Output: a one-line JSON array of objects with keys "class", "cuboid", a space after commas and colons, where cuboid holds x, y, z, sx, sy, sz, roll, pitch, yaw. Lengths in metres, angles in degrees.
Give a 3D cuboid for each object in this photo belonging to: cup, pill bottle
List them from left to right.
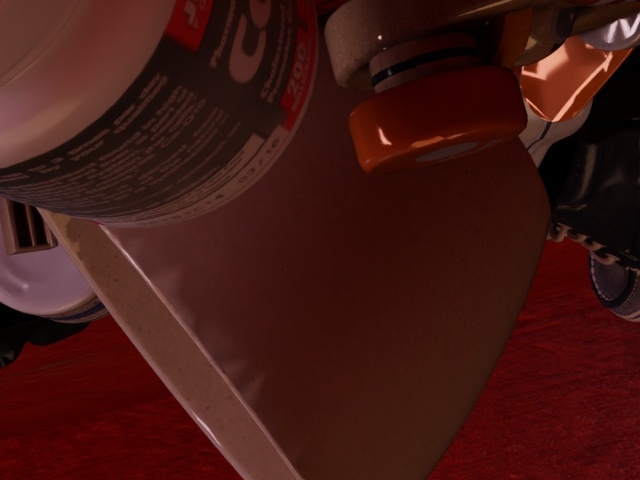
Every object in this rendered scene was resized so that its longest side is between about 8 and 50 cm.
[{"class": "pill bottle", "cuboid": [-0.108, -0.096, 0.693, 0.161, 0.161, 0.283, -14, 172, 12]}, {"class": "pill bottle", "cuboid": [-0.193, 0.007, 1.421, 0.112, 0.112, 0.187, -13, 174, 1]}, {"class": "cup", "cuboid": [0.000, 0.000, 1.145, 0.237, 0.331, 0.331, -38, 176, -10]}]

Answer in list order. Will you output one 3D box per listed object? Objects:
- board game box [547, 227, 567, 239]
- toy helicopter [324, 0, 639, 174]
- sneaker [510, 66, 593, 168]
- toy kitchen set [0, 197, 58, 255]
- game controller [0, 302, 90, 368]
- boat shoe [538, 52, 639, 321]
[{"class": "board game box", "cuboid": [0.248, -0.061, 1.831, 0.390, 0.050, 0.390, -5, 169, -43]}, {"class": "toy helicopter", "cuboid": [0.174, -0.140, 0.923, 0.355, 0.140, 0.235, -18, 172, 18]}, {"class": "sneaker", "cuboid": [0.120, -0.093, 1.362, 0.091, 0.094, 0.258, 5, 163, -9]}, {"class": "toy kitchen set", "cuboid": [-0.176, -0.037, 1.282, 0.068, 0.075, 0.083, -8, 175, -33]}, {"class": "game controller", "cuboid": [-0.343, 0.069, 1.602, 0.319, 0.067, 0.166, -3, -164, 37]}, {"class": "boat shoe", "cuboid": [0.227, -0.036, 1.498, 0.158, 0.127, 0.340, -13, 146, -14]}]
